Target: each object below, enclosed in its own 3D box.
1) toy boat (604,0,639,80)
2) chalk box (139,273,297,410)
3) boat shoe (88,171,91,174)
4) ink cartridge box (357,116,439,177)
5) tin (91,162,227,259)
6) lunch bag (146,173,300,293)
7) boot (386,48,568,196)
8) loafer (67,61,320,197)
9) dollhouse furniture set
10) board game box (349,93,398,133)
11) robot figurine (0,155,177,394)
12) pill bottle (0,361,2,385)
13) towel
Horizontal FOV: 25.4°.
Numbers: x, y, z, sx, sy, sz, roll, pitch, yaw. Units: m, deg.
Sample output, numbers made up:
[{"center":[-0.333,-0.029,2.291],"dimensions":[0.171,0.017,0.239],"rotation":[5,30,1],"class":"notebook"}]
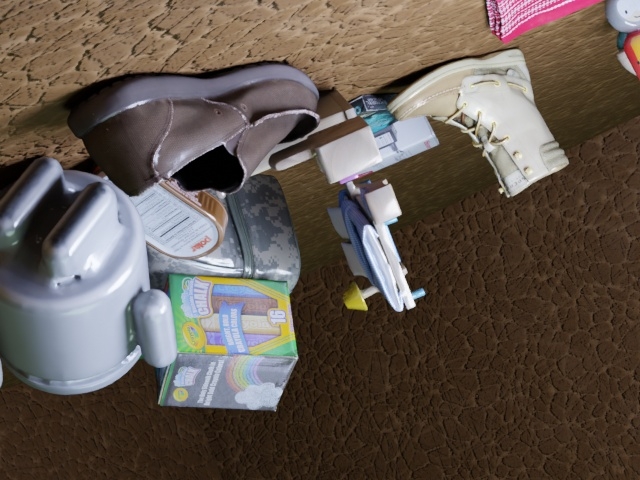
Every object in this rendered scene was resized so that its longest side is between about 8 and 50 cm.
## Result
[{"center":[0.517,-0.319,2.041],"dimensions":[0.268,0.148,0.318],"rotation":[-21,-176,42],"class":"toy boat"},{"center":[-0.153,0.135,1.886],"dimensions":[0.213,0.132,0.132],"rotation":[5,139,-15],"class":"chalk box"},{"center":[-0.276,-0.068,1.797],"dimensions":[0.206,0.075,0.065],"rotation":[-31,-147,29],"class":"boat shoe"},{"center":[0.106,-0.157,2.258],"dimensions":[0.151,0.063,0.109],"rotation":[-23,174,6],"class":"ink cartridge box"},{"center":[-0.200,-0.041,1.746],"dimensions":[0.190,0.040,0.106],"rotation":[35,134,-29],"class":"tin"},{"center":[-0.207,0.034,2.018],"dimensions":[0.256,0.212,0.305],"rotation":[3,148,-34],"class":"lunch bag"},{"center":[0.230,-0.155,2.032],"dimensions":[0.262,0.203,0.095],"rotation":[-19,173,-40],"class":"boot"},{"center":[-0.122,-0.107,1.551],"dimensions":[0.134,0.130,0.366],"rotation":[-27,173,38],"class":"loafer"},{"center":[0.000,0.000,1.805],"dimensions":[0.198,0.303,0.286],"rotation":[-23,-163,-1],"class":"dollhouse furniture set"},{"center":[0.062,-0.179,2.082],"dimensions":[0.126,0.026,0.186],"rotation":[-25,173,32],"class":"board game box"},{"center":[-0.304,0.055,1.697],"dimensions":[0.199,0.300,0.353],"rotation":[-53,164,-30],"class":"robot figurine"},{"center":[-0.671,0.214,2.300],"dimensions":[0.279,0.162,0.162],"rotation":[-18,173,-26],"class":"pill bottle"},{"center":[0.297,-0.312,1.725],"dimensions":[0.199,0.031,0.275],"rotation":[-24,174,7],"class":"towel"}]
